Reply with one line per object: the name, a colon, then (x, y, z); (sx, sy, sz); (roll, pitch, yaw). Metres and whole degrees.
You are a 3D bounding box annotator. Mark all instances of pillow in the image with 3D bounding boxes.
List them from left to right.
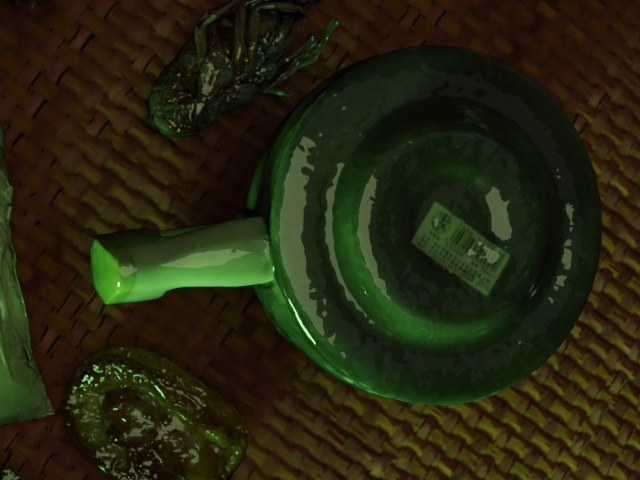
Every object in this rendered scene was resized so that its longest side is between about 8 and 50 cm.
pillow: (-0.284, 0.035, 1.026); (0.148, 0.050, 0.230); (-9, 93, -9)

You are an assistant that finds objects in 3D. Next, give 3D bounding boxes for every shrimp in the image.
shrimp: (-0.053, -0.145, 1.079); (0.190, 0.075, 0.073); (-38, 69, -22)

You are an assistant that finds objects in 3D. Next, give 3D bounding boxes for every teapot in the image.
teapot: (0.016, 0.016, 1.013); (0.321, 0.239, 0.239); (-37, 100, -17)

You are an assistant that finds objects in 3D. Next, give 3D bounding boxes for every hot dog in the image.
hot dog: (-0.123, 0.139, 1.065); (0.147, 0.065, 0.099); (38, 91, -15)

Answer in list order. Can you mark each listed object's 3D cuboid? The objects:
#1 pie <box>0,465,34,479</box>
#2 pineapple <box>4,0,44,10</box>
pie: (-0.280, 0.351, 1.018); (0.296, 0.078, 0.371); (-28, 97, -14)
pineapple: (-0.296, -0.225, 0.991); (0.237, 0.111, 0.119); (5, 58, -7)
